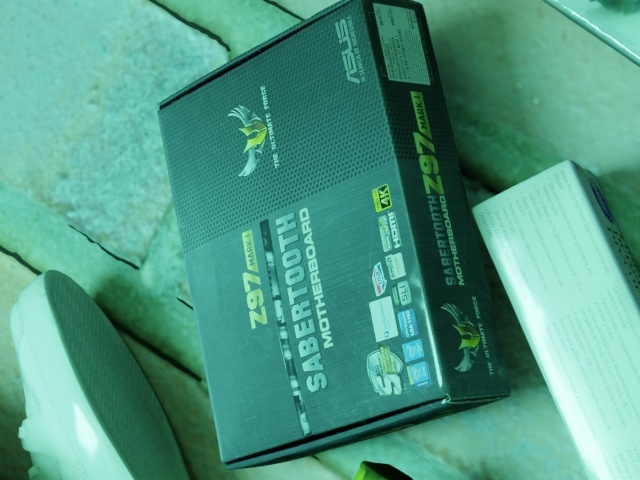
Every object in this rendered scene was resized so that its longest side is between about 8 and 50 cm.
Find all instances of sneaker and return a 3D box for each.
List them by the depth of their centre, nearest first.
[{"bbox_3d":[-0.162,0.177,0.969,0.169,0.108,0.292,-30,73,15],"label":"sneaker"}]

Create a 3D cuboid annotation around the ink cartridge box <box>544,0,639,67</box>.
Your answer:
[{"bbox_3d":[0.216,-0.213,0.874,0.275,0.060,0.239,39,101,23],"label":"ink cartridge box"}]

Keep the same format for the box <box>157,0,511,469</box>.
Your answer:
[{"bbox_3d":[0.000,0.000,0.913,0.183,0.059,0.232,-22,73,43],"label":"box"}]

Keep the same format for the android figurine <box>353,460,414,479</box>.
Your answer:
[{"bbox_3d":[0.022,0.265,0.865,0.248,0.056,0.272,26,92,-1],"label":"android figurine"}]

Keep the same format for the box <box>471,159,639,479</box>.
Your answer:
[{"bbox_3d":[0.177,0.115,0.846,0.067,0.063,0.324,-28,73,18],"label":"box"}]
